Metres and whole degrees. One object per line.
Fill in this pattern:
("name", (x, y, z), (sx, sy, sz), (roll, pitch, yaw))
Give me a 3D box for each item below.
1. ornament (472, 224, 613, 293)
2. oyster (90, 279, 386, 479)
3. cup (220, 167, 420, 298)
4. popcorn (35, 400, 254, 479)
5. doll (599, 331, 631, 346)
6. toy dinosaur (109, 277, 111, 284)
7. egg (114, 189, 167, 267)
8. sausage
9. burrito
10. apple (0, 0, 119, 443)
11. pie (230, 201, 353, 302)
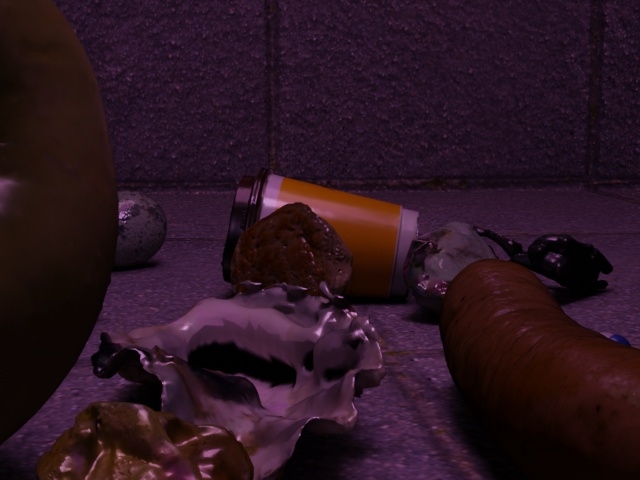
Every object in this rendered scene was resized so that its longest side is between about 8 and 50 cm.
("ornament", (0.301, 0.025, 1.562), (0.236, 0.080, 0.202), (13, -4, 38))
("oyster", (-0.084, 0.118, 0.916), (0.238, 0.114, 0.351), (-16, 11, -35))
("cup", (0.000, 0.000, 1.502), (0.280, 0.196, 0.196), (8, 9, 3))
("popcorn", (-0.104, 0.162, 0.584), (0.145, 0.126, 0.126), (15, 20, -50))
("doll", (0.279, 0.115, 1.108), (0.143, 0.057, 0.099), (9, -9, 40))
("toy dinosaur", (-0.372, 0.022, 1.317), (0.187, 0.178, 0.087), (-2, 9, -34))
("egg", (-0.344, -0.017, 1.760), (0.132, 0.132, 0.172), (7, 20, 39))
("sausage", (0.186, 0.117, 0.831), (0.123, 0.136, 0.501), (36, 5, -9))
("burrito", (0.182, 0.045, 1.424), (0.144, 0.089, 0.229), (48, 24, 13))
("apple", (-0.377, -0.022, 0.708), (0.474, 0.473, 0.473), (0, 8, 0))
("pie", (-0.037, 0.032, 1.342), (0.194, 0.163, 0.079), (25, 13, 41))
